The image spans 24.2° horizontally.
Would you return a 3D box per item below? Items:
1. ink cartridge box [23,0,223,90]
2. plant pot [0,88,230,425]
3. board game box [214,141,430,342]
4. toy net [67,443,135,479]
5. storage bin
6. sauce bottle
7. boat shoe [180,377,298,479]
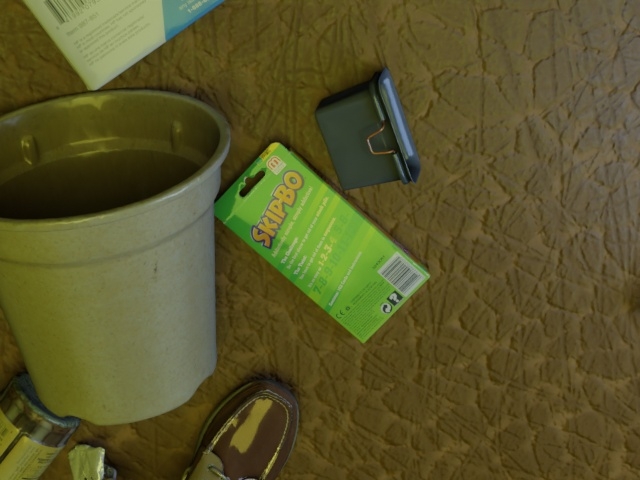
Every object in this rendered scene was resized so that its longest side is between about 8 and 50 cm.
[{"bbox_3d":[-0.252,-0.362,1.675,0.223,0.129,0.307,-33,105,10],"label":"ink cartridge box"},{"bbox_3d":[-0.250,0.032,1.728,0.334,0.334,0.305,-6,119,2],"label":"plant pot"},{"bbox_3d":[0.000,0.000,1.844,0.259,0.039,0.124,41,103,-15],"label":"board game box"},{"bbox_3d":[-0.249,0.349,1.898,0.045,0.232,0.122,3,118,-46],"label":"toy net"},{"bbox_3d":[0.053,-0.122,1.778,0.091,0.098,0.135,-16,108,16],"label":"storage bin"},{"bbox_3d":[-0.446,0.322,1.911,0.111,0.111,0.344,38,104,-12],"label":"sauce bottle"},{"bbox_3d":[-0.127,0.325,1.907,0.123,0.116,0.324,27,106,-9],"label":"boat shoe"}]
